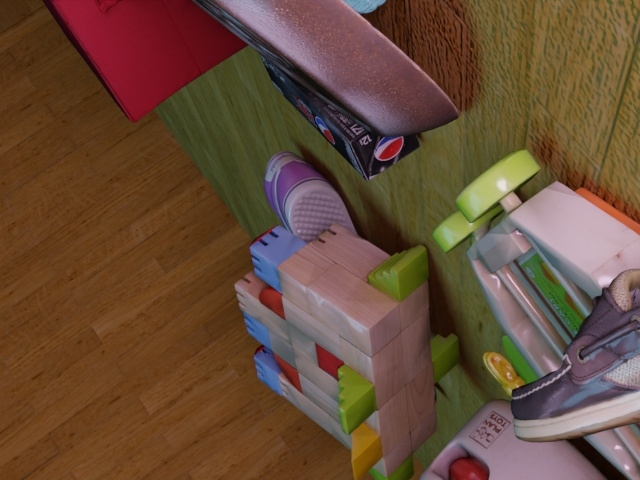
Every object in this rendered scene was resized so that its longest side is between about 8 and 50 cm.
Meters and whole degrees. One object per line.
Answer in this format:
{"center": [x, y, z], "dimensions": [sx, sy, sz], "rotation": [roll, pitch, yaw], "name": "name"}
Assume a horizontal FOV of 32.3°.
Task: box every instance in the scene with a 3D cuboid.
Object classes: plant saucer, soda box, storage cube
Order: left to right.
{"center": [-0.194, -0.274, 1.132], "dimensions": [0.215, 0.184, 0.193], "rotation": [49, 172, 35], "name": "storage cube"}
{"center": [-0.040, -0.162, 0.770], "dimensions": [0.310, 0.050, 0.310], "rotation": [37, -177, -2], "name": "plant saucer"}
{"center": [0.013, -0.126, 0.957], "dimensions": [0.169, 0.060, 0.053], "rotation": [50, 170, 40], "name": "soda box"}

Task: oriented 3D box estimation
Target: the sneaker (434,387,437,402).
{"center": [0.067, 0.154, 1.718], "dimensions": [0.299, 0.121, 0.112], "rotation": [46, 141, 8], "name": "sneaker"}

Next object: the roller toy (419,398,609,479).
{"center": [0.209, 0.260, 1.113], "dimensions": [0.191, 0.146, 0.209], "rotation": [41, 172, 20], "name": "roller toy"}

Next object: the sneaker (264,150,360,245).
{"center": [0.001, -0.001, 1.513], "dimensions": [0.161, 0.102, 0.282], "rotation": [51, 162, 52], "name": "sneaker"}

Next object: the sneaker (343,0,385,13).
{"center": [-0.007, -0.222, 0.716], "dimensions": [0.166, 0.065, 0.076], "rotation": [55, -167, -7], "name": "sneaker"}

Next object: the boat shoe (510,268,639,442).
{"center": [0.168, 0.048, 0.543], "dimensions": [0.223, 0.080, 0.073], "rotation": [-36, 68, 57], "name": "boat shoe"}

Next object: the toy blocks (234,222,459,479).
{"center": [0.009, 0.109, 1.350], "dimensions": [0.261, 0.191, 0.381], "rotation": [33, 148, 34], "name": "toy blocks"}

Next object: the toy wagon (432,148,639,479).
{"center": [0.183, 0.077, 0.768], "dimensions": [0.267, 0.068, 0.344], "rotation": [54, 173, 7], "name": "toy wagon"}
